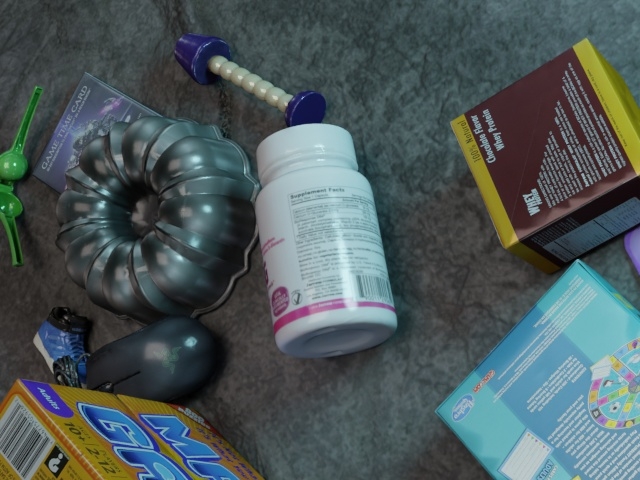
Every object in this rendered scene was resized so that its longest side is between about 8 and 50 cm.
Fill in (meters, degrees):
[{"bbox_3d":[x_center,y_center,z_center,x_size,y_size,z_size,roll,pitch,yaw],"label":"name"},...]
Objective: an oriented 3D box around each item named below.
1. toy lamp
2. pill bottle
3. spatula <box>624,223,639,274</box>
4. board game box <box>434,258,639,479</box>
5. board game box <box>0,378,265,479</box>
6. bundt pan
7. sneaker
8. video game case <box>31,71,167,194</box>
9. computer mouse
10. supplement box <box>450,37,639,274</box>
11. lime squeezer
[{"bbox_3d":[-0.114,-0.238,1.753,0.275,0.080,0.080,32,95,35],"label":"toy lamp"},{"bbox_3d":[0.000,0.000,1.566,0.160,0.160,0.283,-21,66,26],"label":"pill bottle"},{"bbox_3d":[0.417,0.074,1.324,0.084,0.030,0.296,-34,39,22],"label":"spatula"},{"bbox_3d":[0.330,0.228,1.343,0.254,0.079,0.336,-49,58,12],"label":"board game box"},{"bbox_3d":[-0.255,0.438,1.488,0.356,0.356,0.356,38,98,33],"label":"board game box"},{"bbox_3d":[-0.256,-0.036,1.740,0.331,0.124,0.330,-5,78,25],"label":"bundt pan"},{"bbox_3d":[-0.383,0.161,1.825,0.152,0.058,0.084,43,109,40],"label":"sneaker"},{"bbox_3d":[-0.336,-0.135,1.898,0.274,0.026,0.196,31,95,35],"label":"video game case"},{"bbox_3d":[-0.269,0.205,1.700,0.272,0.072,0.188,-32,83,22],"label":"computer mouse"},{"bbox_3d":[0.294,-0.097,1.420,0.194,0.129,0.191,-31,60,22],"label":"supplement box"},{"bbox_3d":[-0.512,-0.101,1.963,0.110,0.059,0.310,150,126,-63],"label":"lime squeezer"}]
